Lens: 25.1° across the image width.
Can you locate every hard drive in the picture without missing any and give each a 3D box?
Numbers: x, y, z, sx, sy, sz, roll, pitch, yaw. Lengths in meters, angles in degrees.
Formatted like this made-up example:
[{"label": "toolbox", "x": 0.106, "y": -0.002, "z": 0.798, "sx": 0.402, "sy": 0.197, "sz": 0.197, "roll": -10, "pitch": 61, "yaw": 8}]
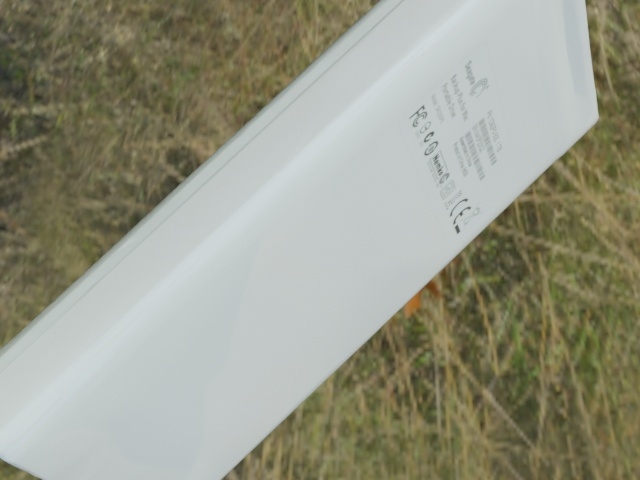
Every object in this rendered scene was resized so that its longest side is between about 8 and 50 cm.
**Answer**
[{"label": "hard drive", "x": 0.000, "y": 0.000, "z": 0.652, "sx": 0.307, "sy": 0.040, "sz": 0.203, "roll": -43, "pitch": 156, "yaw": -4}]
